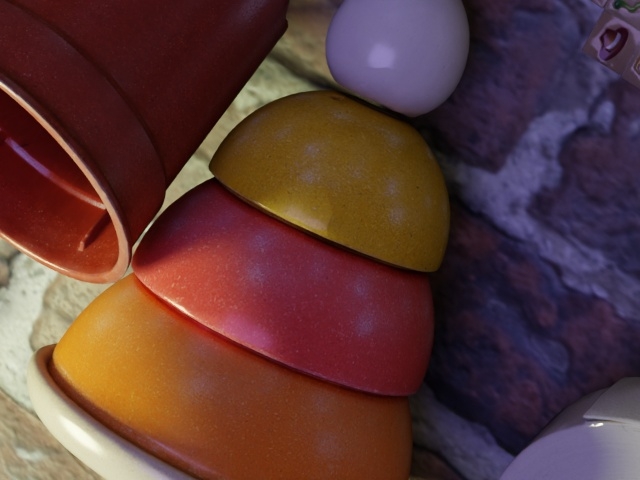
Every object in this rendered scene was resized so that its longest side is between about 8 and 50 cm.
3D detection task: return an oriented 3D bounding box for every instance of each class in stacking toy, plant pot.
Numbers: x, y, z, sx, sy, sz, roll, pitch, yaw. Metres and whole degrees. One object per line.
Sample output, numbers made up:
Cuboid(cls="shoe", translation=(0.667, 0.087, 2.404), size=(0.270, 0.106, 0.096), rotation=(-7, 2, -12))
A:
Cuboid(cls="stacking toy", translation=(0.000, 0.000, 1.537), size=(0.350, 0.350, 0.480), rotation=(28, 97, 17))
Cuboid(cls="plant pot", translation=(-0.179, -0.153, 1.492), size=(0.272, 0.265, 0.272), rotation=(32, 154, 17))

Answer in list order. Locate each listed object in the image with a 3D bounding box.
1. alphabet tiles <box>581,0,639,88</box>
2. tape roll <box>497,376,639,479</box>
Cuboid(cls="alphabet tiles", translation=(0.309, -0.216, 1.434), size=(0.198, 0.009, 0.237), rotation=(34, 118, 14))
Cuboid(cls="tape roll", translation=(0.309, 0.292, 1.482), size=(0.392, 0.072, 0.392), rotation=(23, 130, 30))
